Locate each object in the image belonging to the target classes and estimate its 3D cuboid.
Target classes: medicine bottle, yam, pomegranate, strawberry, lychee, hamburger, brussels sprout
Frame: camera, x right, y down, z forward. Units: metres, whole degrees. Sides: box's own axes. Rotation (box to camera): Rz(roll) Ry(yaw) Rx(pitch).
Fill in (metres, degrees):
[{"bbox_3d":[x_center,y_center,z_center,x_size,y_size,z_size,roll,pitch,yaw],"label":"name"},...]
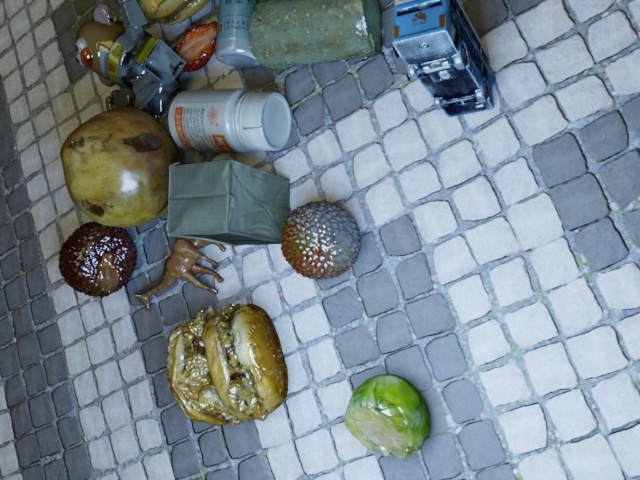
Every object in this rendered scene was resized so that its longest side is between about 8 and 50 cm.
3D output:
[{"bbox_3d":[-0.169,-0.577,1.486,0.110,0.110,0.351,3,85,28],"label":"medicine bottle"},{"bbox_3d":[-0.003,-0.446,1.358,0.268,0.161,0.161,1,85,29],"label":"yam"},{"bbox_3d":[-0.449,-0.164,1.497,0.281,0.281,0.281,-3,83,28],"label":"pomegranate"},{"bbox_3d":[-0.288,-0.462,1.573,0.152,0.048,0.103,-23,69,20],"label":"strawberry"},{"bbox_3d":[0.000,0.000,1.315,0.165,0.197,0.165,1,82,-7],"label":"lychee"},{"bbox_3d":[-0.539,0.043,1.583,0.188,0.188,0.188,-3,83,28],"label":"lychee"},{"bbox_3d":[-0.176,0.260,1.321,0.211,0.260,0.245,-23,105,9],"label":"hamburger"},{"bbox_3d":[0.130,0.318,1.224,0.149,0.122,0.151,9,124,35],"label":"brussels sprout"},{"bbox_3d":[-0.360,-0.669,1.582,0.260,0.145,0.283,-32,75,27],"label":"hamburger"},{"bbox_3d":[-0.199,-0.264,1.449,0.252,0.144,0.144,3,86,29],"label":"medicine bottle"}]

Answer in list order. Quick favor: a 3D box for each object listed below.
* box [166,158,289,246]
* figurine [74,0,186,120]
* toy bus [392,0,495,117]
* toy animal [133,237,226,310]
[{"bbox_3d":[-0.184,-0.074,1.368,0.149,0.231,0.155,-2,82,28],"label":"box"},{"bbox_3d":[-0.469,-0.437,1.576,0.285,0.167,0.342,37,113,22],"label":"figurine"},{"bbox_3d":[0.220,-0.324,1.149,0.106,0.297,0.130,-6,75,27],"label":"toy bus"},{"bbox_3d":[-0.330,0.081,1.527,0.230,0.066,0.224,13,110,19],"label":"toy animal"}]
